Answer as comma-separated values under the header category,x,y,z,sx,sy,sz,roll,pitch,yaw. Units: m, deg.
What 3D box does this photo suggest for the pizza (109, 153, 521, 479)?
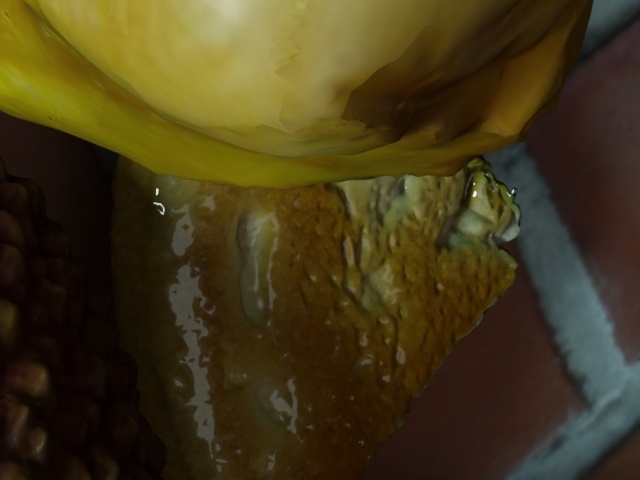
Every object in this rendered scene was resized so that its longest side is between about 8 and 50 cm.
category,x,y,z,sx,sy,sz,roll,pitch,yaw
pizza,0.000,0.000,0.816,0.229,0.081,0.289,-6,95,-37

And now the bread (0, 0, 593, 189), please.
category,x,y,z,sx,sy,sz,roll,pitch,yaw
bread,-0.034,-0.211,0.592,0.250,0.361,0.394,-17,120,-43

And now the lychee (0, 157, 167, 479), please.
category,x,y,z,sx,sy,sz,roll,pitch,yaw
lychee,-0.172,0.078,0.656,0.271,0.271,0.271,-11,111,-30
